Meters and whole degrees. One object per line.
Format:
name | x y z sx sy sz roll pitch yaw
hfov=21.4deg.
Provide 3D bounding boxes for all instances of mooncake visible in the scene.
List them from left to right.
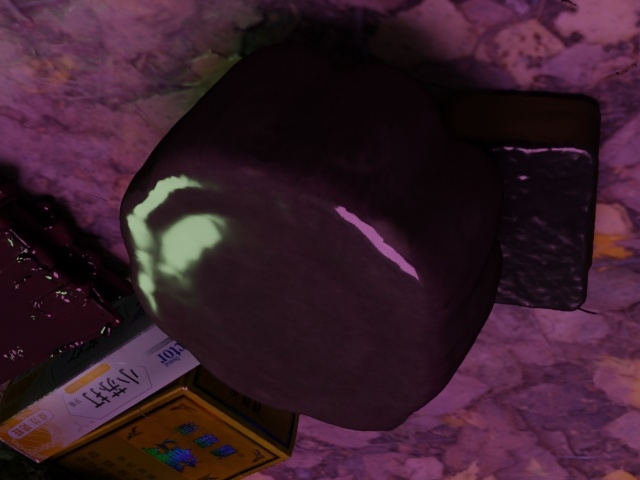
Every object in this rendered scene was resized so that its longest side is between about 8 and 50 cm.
mooncake | 0.000 0.000 1.264 0.306 0.154 0.306 24 146 17

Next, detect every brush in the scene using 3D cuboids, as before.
brush | 0.153 -0.026 1.315 0.123 0.059 0.197 3 138 9

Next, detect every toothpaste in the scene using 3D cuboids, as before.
toothpaste | -0.182 0.107 1.526 0.071 0.089 0.313 38 134 -22

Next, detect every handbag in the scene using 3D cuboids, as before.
handbag | -0.298 0.030 1.474 0.216 0.074 0.203 -26 128 33

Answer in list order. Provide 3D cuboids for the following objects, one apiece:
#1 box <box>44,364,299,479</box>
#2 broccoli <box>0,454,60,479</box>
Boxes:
box | -0.145 0.187 1.630 0.141 0.064 0.220 37 136 -27
broccoli | -0.326 0.370 1.693 0.413 0.310 0.321 19 169 -9
